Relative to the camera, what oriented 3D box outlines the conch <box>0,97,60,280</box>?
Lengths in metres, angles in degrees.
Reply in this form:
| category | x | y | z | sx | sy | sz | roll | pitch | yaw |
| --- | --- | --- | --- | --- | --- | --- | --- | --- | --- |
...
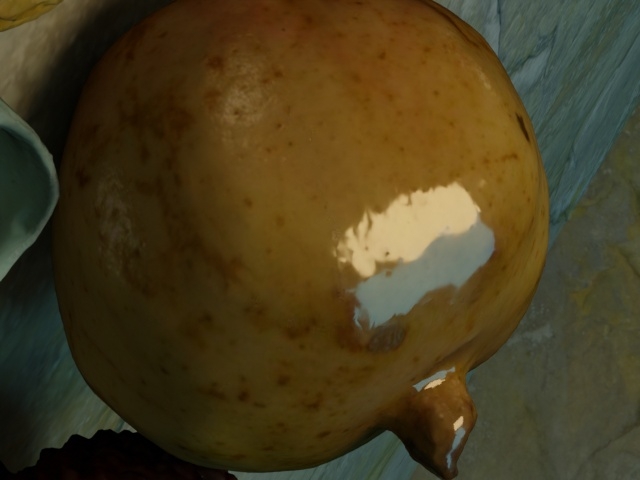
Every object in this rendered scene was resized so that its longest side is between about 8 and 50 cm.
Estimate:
| category | x | y | z | sx | sy | sz | roll | pitch | yaw |
| --- | --- | --- | --- | --- | --- | --- | --- | --- | --- |
| conch | -0.203 | -0.028 | 0.666 | 0.221 | 0.184 | 0.121 | 97 | -11 | -60 |

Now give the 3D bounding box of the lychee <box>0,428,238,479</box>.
| category | x | y | z | sx | sy | sz | roll | pitch | yaw |
| --- | --- | --- | --- | --- | --- | --- | --- | --- | --- |
| lychee | -0.157 | 0.282 | 1.101 | 0.306 | 0.330 | 0.306 | -33 | 176 | -3 |

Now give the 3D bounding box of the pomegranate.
| category | x | y | z | sx | sy | sz | roll | pitch | yaw |
| --- | --- | --- | --- | --- | --- | --- | --- | --- | --- |
| pomegranate | 0.000 | 0.000 | 1.011 | 0.342 | 0.342 | 0.342 | -55 | 163 | -26 |

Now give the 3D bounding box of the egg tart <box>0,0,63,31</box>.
| category | x | y | z | sx | sy | sz | roll | pitch | yaw |
| --- | --- | --- | --- | --- | --- | --- | --- | --- | --- |
| egg tart | -0.135 | -0.228 | 0.584 | 0.315 | 0.120 | 0.315 | 15 | 90 | -74 |
